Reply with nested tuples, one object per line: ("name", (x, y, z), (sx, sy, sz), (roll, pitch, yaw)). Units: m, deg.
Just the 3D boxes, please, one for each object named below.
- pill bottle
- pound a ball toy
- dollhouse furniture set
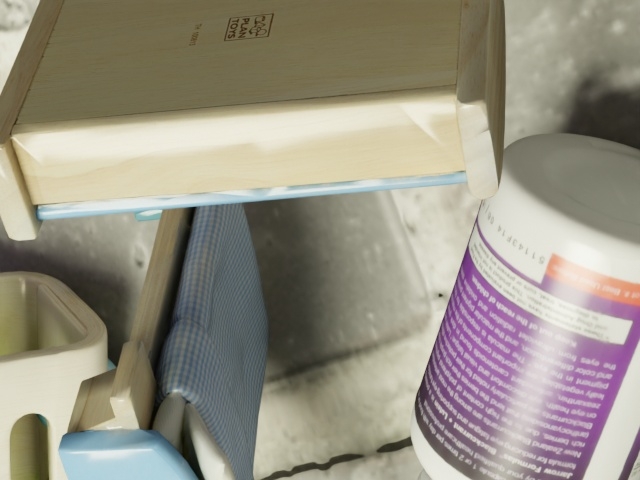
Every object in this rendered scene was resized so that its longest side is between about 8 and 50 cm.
("pill bottle", (0.101, 0.060, 0.767), (0.108, 0.108, 0.193), (33, 121, 28))
("pound a ball toy", (-0.159, 0.202, 0.990), (0.208, 0.136, 0.319), (34, 128, 55))
("dollhouse furniture set", (0.000, 0.000, 0.830), (0.198, 0.286, 0.303), (-4, 129, 11))
